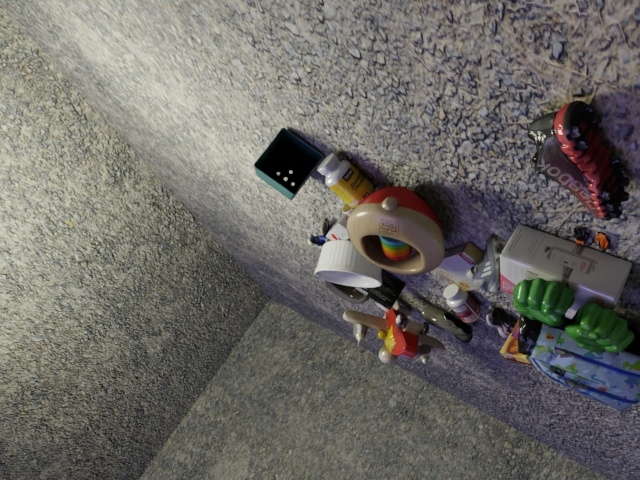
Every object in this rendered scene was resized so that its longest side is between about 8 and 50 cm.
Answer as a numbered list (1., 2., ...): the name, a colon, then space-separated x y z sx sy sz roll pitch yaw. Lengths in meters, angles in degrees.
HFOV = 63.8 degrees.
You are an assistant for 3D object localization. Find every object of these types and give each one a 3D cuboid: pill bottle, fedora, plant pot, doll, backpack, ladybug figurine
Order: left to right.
1. plant pot: -0.113 -0.241 1.774 0.166 0.165 0.234 36 170 0
2. doll: 0.000 0.000 2.228 0.129 0.046 0.189 27 166 -28
3. pill bottle: 0.081 -0.188 1.629 0.184 0.103 0.103 41 162 -17
4. fedora: 0.144 0.175 2.408 0.244 0.124 0.275 31 156 9
5. ladybug figurine: 0.241 -0.033 1.590 0.306 0.161 0.449 15 160 15
6. pill bottle: 0.527 0.232 1.920 0.152 0.086 0.086 45 160 -26
7. backpack: 0.749 0.308 1.443 0.356 0.273 0.290 5 -175 25

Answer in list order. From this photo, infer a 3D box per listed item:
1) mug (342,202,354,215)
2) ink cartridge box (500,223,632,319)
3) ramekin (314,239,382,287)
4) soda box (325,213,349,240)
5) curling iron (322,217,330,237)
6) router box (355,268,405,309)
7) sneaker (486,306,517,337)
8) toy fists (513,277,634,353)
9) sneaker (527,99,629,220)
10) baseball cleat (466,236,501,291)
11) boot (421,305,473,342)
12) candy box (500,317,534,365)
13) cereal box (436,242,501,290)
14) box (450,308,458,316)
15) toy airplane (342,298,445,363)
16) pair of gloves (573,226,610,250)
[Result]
1. mug: 0.123 -0.114 1.845 0.064 0.078 0.062 35 132 -29
2. ink cartridge box: 0.627 0.099 1.342 0.283 0.117 0.207 25 159 31
3. ramekin: 0.122 0.096 2.098 0.278 0.135 0.277 9 164 3
4. soda box: 0.090 -0.045 2.039 0.074 0.069 0.216 36 162 -3
5. curling iron: 0.035 -0.039 2.210 0.068 0.035 0.274 26 161 15
6. router box: 0.262 0.199 2.240 0.179 0.133 0.046 33 161 10
7. sneaker: 0.674 0.297 1.875 0.178 0.071 0.077 37 152 -32
8. toy fists: 0.604 0.182 1.249 0.279 0.096 0.142 31 160 18
9. sneaker: 0.494 -0.146 0.997 0.276 0.097 0.135 47 159 -25
10. baseball cleat: 0.487 0.078 1.536 0.110 0.072 0.205 1 127 26
11. boot: 0.526 0.323 2.129 0.247 0.083 0.161 31 166 28
12. candy box: 0.681 0.311 1.674 0.053 0.186 0.109 44 161 -20
13. cereal box: 0.486 0.093 1.702 0.173 0.047 0.240 37 161 -7
14. box: 0.564 0.276 2.020 0.083 0.052 0.062 33 163 13
15. toy airplane: 0.333 0.423 2.338 0.386 0.272 0.385 26 -170 34
16. pair of gloves: 0.644 -0.005 1.223 0.083 0.010 0.074 23 160 42
